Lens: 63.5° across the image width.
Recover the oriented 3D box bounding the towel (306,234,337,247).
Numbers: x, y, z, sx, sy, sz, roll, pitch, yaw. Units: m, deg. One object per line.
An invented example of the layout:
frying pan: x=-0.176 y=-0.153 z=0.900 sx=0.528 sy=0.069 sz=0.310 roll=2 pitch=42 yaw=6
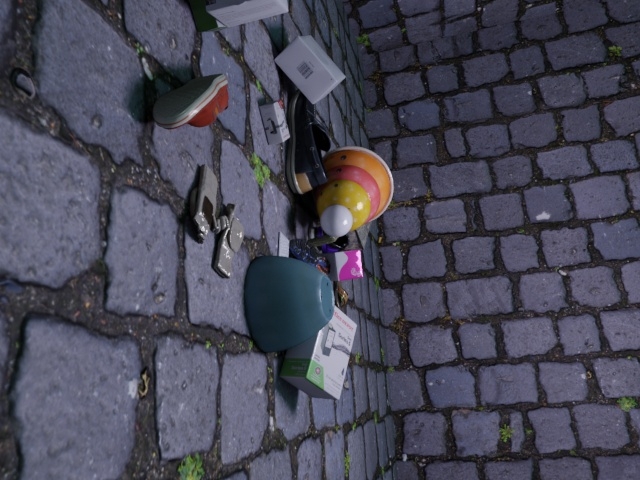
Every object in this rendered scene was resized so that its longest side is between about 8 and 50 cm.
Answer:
towel: x=0.000 y=0.000 z=1.986 sx=0.110 sy=0.148 sz=0.027 roll=-37 pitch=112 yaw=-73

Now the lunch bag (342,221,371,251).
lunch bag: x=0.122 y=-0.121 z=2.465 sx=0.235 sy=0.169 sz=0.286 roll=-68 pitch=139 yaw=-55

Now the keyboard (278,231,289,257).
keyboard: x=-0.127 y=0.097 z=1.731 sx=0.072 sy=0.014 sz=0.255 roll=58 pitch=28 yaw=-57

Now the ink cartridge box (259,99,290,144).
ink cartridge box: x=-0.156 y=-0.408 z=1.787 sx=0.099 sy=0.056 sz=0.135 roll=-64 pitch=143 yaw=-65

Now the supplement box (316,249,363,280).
supplement box: x=0.065 y=0.099 z=2.032 sx=0.220 sy=0.111 sz=0.113 roll=167 pitch=-83 yaw=-67

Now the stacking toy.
stacking toy: x=0.100 y=-0.149 z=2.010 sx=0.479 sy=0.351 sz=0.350 roll=-68 pitch=147 yaw=-64

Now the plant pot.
plant pot: x=-0.071 y=0.178 z=1.529 sx=0.290 sy=0.196 sz=0.289 roll=-8 pitch=90 yaw=-72

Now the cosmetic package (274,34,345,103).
cosmetic package: x=-0.036 y=-0.679 z=2.046 sx=0.224 sy=0.138 sz=0.224 roll=48 pitch=25 yaw=-8

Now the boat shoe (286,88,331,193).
boat shoe: x=-0.037 y=-0.405 z=2.043 sx=0.186 sy=0.156 sz=0.499 roll=57 pitch=28 yaw=-54

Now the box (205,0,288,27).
box: x=-0.193 y=-0.661 z=1.301 sx=0.119 sy=0.181 sz=0.181 roll=-10 pitch=93 yaw=-74

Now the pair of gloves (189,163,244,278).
pair of gloves: x=-0.252 y=-0.045 z=1.294 sx=0.240 sy=0.042 sz=0.204 roll=67 pitch=21 yaw=-46

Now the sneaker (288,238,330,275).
sneaker: x=-0.055 y=0.072 z=1.890 sx=0.221 sy=0.087 sz=0.083 roll=45 pitch=40 yaw=-38

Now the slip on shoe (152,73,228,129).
slip on shoe: x=-0.281 y=-0.307 z=1.190 sx=0.331 sy=0.123 sz=0.101 roll=-78 pitch=159 yaw=-63

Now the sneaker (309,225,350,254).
sneaker: x=0.060 y=0.022 z=2.194 sx=0.293 sy=0.146 sz=0.102 roll=50 pitch=35 yaw=-62

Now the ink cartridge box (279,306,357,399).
ink cartridge box: x=-0.001 y=0.354 z=1.695 sx=0.198 sy=0.115 sz=0.272 roll=45 pitch=50 yaw=-40

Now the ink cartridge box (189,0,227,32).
ink cartridge box: x=-0.304 y=-0.664 z=1.363 sx=0.109 sy=0.062 sz=0.209 roll=-61 pitch=141 yaw=-63

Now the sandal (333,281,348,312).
sandal: x=0.099 y=0.242 z=2.391 sx=0.090 sy=0.060 sz=0.219 roll=54 pitch=32 yaw=-60
